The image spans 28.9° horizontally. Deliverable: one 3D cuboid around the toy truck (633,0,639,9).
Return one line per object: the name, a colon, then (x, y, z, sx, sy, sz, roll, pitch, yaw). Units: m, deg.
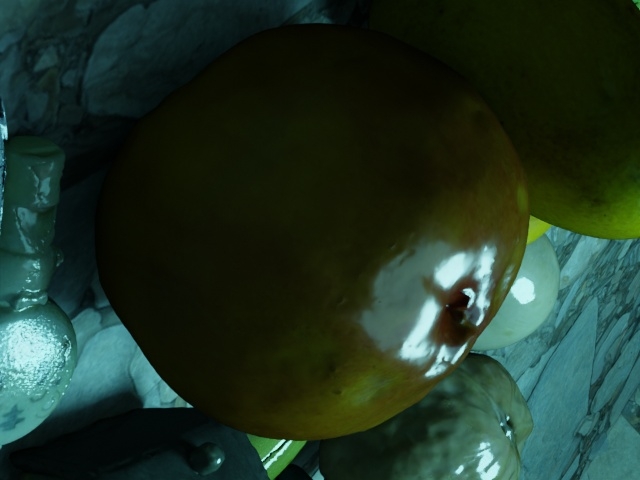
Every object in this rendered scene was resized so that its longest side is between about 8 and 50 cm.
toy truck: (0.459, -0.329, 1.657, 0.187, 0.148, 0.210, -61, 175, -5)

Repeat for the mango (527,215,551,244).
mango: (0.198, -0.072, 1.414, 0.317, 0.176, 0.119, -33, 145, -54)

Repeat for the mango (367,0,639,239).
mango: (0.200, -0.141, 1.123, 0.221, 0.378, 0.264, -38, 144, -3)

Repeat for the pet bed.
pet bed: (-0.161, 0.237, 1.101, 0.211, 0.183, 0.159, -12, 130, -57)

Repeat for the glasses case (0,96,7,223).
glasses case: (-0.254, 0.006, 0.777, 0.067, 0.109, 0.282, -25, 139, -53)

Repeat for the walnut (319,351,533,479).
walnut: (0.127, 0.247, 1.551, 0.227, 0.273, 0.273, 39, 82, -35)

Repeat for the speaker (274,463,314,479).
speaker: (-0.045, 0.311, 1.511, 0.094, 0.075, 0.060, 6, 107, -35)

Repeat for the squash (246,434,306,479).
squash: (-0.067, 0.211, 1.345, 0.341, 0.094, 0.094, -42, 149, -32)

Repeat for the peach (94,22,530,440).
peach: (0.000, 0.000, 0.997, 0.343, 0.302, 0.342, -43, 151, -31)

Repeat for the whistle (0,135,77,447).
whistle: (-0.232, 0.048, 0.915, 0.126, 0.067, 0.258, -12, 124, -49)

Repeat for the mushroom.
mushroom: (0.192, 0.029, 1.537, 0.204, 0.204, 0.204, -41, 149, -32)
